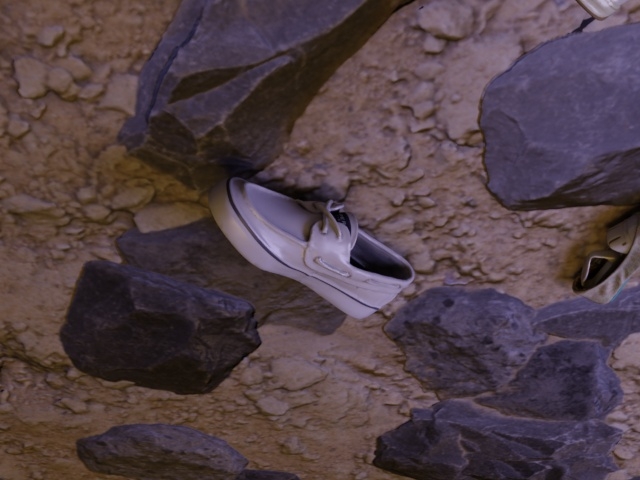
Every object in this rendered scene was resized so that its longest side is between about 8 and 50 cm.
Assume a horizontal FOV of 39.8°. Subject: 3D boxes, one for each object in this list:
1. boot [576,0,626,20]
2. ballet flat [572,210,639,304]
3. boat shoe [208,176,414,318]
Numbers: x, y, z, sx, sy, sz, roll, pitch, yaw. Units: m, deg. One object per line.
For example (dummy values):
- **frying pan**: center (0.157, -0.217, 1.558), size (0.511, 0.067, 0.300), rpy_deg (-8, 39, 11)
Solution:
- **boot**: center (0.223, -0.273, 0.648), size (0.165, 0.077, 0.213), rpy_deg (-32, 136, 30)
- **ballet flat**: center (0.334, 0.015, 0.989), size (0.052, 0.057, 0.168), rpy_deg (15, 136, -4)
- **boat shoe**: center (0.000, 0.000, 0.929), size (0.088, 0.096, 0.267), rpy_deg (-34, 130, 25)
